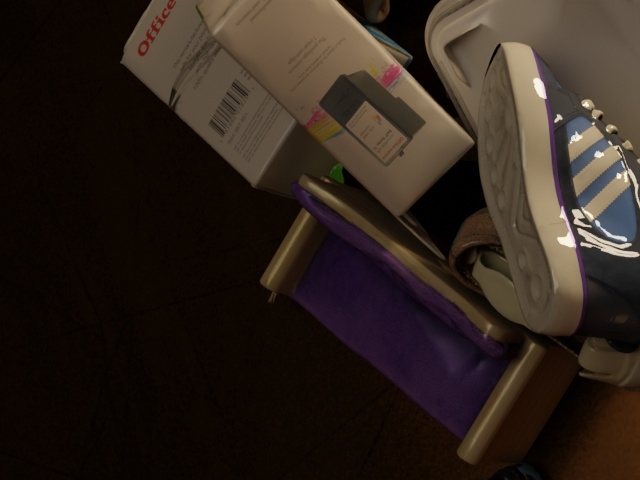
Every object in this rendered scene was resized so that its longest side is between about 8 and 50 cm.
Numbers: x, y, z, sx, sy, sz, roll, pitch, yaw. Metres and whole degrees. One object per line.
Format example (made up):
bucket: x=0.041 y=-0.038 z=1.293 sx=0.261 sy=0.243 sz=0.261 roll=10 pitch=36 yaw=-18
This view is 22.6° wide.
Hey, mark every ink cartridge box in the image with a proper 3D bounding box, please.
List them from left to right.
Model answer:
ink cartridge box: x=-0.072 y=-0.224 z=1.961 sx=0.307 sy=0.129 sz=0.223 roll=43 pitch=107 yaw=36
ink cartridge box: x=0.036 y=-0.155 z=1.718 sx=0.119 sy=0.353 sz=0.207 roll=-44 pitch=18 yaw=5

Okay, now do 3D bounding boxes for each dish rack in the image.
dish rack: x=0.269 y=-0.142 z=1.630 sx=0.285 sy=0.072 sz=0.333 roll=-28 pitch=91 yaw=29

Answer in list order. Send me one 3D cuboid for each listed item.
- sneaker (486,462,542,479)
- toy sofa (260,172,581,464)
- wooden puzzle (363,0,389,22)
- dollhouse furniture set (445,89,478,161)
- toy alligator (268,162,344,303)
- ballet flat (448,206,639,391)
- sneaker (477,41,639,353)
sneaker: x=0.159 y=0.309 z=1.694 sx=0.067 sy=0.078 sz=0.188 roll=46 pitch=109 yaw=35
toy sofa: x=0.090 y=0.081 z=1.737 sx=0.362 sy=0.177 sz=0.150 roll=39 pitch=105 yaw=36
wooden puzzle: x=0.092 y=-0.460 z=1.810 sx=0.080 sy=0.348 sz=0.322 roll=-3 pitch=72 yaw=-8
dollhouse furniture set: x=0.306 y=-0.259 z=1.734 sx=0.303 sy=0.174 sz=0.356 roll=10 pitch=115 yaw=27
toy alligator: x=0.000 y=0.000 z=1.908 sx=0.051 sy=0.056 sz=0.190 roll=25 pitch=98 yaw=-2
ballet flat: x=0.259 y=0.081 z=1.597 sx=0.316 sy=0.106 sz=0.108 roll=31 pitch=124 yaw=20
sneaker: x=0.293 y=-0.048 z=1.548 sx=0.130 sy=0.236 sz=0.323 roll=112 pitch=154 yaw=-56
